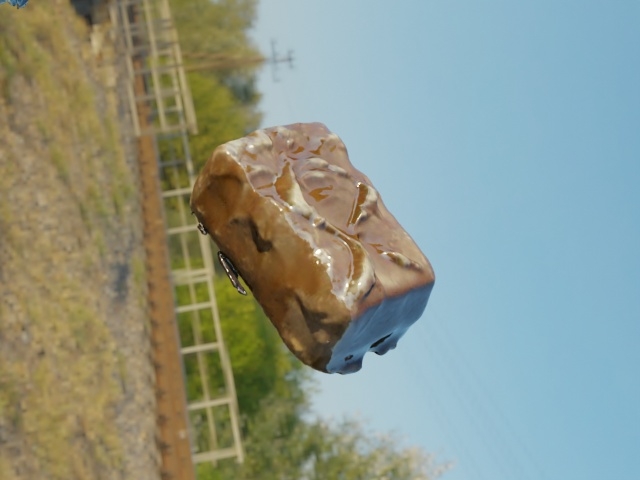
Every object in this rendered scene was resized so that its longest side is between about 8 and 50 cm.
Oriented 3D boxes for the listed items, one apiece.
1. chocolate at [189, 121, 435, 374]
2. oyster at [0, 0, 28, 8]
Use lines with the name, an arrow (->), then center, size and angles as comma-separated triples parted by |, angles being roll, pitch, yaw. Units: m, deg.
chocolate -> 0.000, 0.000, 1.034 | 0.214, 0.148, 0.093 | 51, -46, 18
oyster -> -0.275, -0.299, 0.911 | 0.162, 0.158, 0.351 | 103, -25, -49
